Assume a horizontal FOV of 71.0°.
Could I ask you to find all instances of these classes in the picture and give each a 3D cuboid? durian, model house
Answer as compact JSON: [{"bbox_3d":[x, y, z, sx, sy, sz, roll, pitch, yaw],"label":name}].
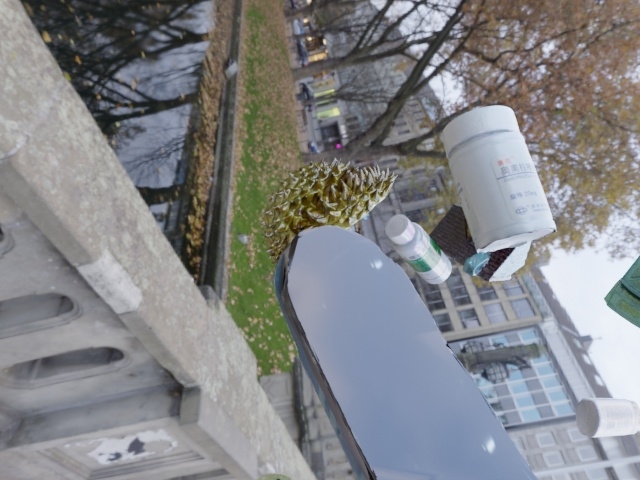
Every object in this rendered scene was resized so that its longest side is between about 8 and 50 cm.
[{"bbox_3d":[0.005,-0.046,0.715,0.144,0.252,0.139,40,-10,20],"label":"durian"},{"bbox_3d":[0.482,-0.016,1.409,0.280,0.248,0.230,38,-40,41],"label":"model house"}]

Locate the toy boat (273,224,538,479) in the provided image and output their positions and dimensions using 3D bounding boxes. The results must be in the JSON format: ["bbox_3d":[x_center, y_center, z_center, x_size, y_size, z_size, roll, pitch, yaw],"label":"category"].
[{"bbox_3d":[0.047,0.126,0.355,0.299,0.134,0.092,61,-41,30],"label":"toy boat"}]

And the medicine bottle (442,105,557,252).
[{"bbox_3d":[0.436,-0.151,1.123,0.190,0.189,0.333,62,15,-75],"label":"medicine bottle"}]

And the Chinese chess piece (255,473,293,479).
[{"bbox_3d":[-0.152,0.832,1.424,0.188,0.188,0.083,-86,175,-74],"label":"Chinese chess piece"}]

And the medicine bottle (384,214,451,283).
[{"bbox_3d":[0.264,0.025,1.214,0.260,0.095,0.095,40,30,-39],"label":"medicine bottle"}]

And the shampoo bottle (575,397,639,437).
[{"bbox_3d":[0.708,0.431,1.098,0.055,0.227,0.086,-4,-104,56],"label":"shampoo bottle"}]

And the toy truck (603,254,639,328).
[{"bbox_3d":[0.899,0.100,1.192,0.155,0.156,0.279,47,-57,42],"label":"toy truck"}]
